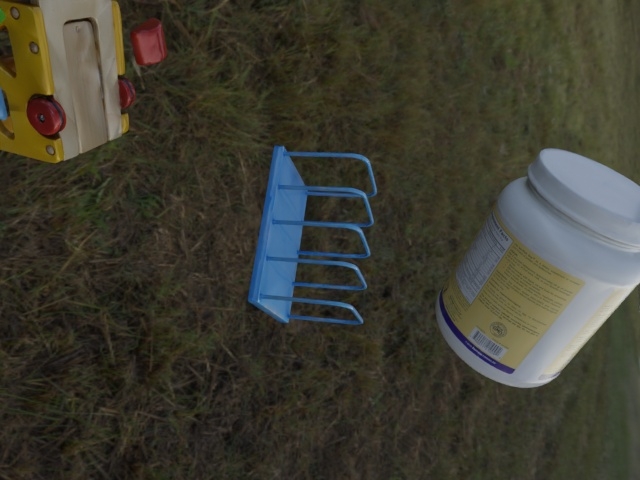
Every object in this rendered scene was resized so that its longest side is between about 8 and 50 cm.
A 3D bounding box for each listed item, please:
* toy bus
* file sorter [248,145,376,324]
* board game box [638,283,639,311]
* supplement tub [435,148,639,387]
[{"bbox_3d":[-0.218,-0.164,0.407,0.191,0.104,0.202,65,41,-70],"label":"toy bus"},{"bbox_3d":[0.000,0.000,0.584,0.118,0.104,0.171,59,36,-68],"label":"file sorter"},{"bbox_3d":[0.657,-0.044,0.905,0.336,0.079,0.254,83,21,-61],"label":"board game box"},{"bbox_3d":[0.357,0.047,0.857,0.241,0.241,0.332,-44,161,-55],"label":"supplement tub"}]
